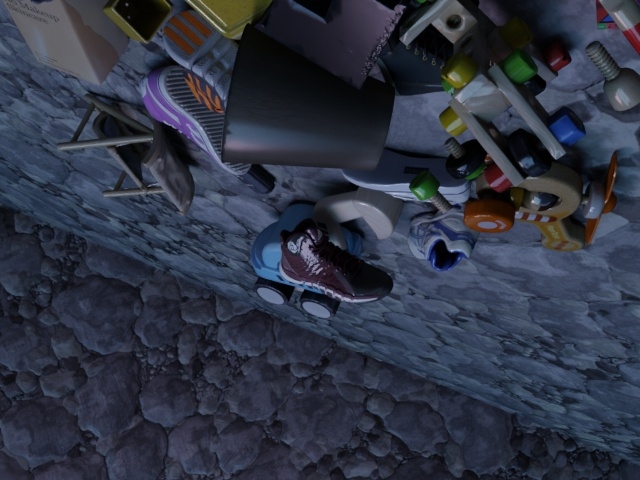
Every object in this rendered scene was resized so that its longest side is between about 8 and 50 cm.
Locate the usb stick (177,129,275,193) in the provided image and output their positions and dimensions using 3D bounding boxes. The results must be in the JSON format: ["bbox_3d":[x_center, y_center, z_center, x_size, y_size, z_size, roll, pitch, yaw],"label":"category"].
[{"bbox_3d":[-0.222,-0.199,1.427,0.077,0.045,0.278,-2,148,47],"label":"usb stick"}]

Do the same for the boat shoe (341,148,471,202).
[{"bbox_3d":[0.164,-0.114,1.166,0.258,0.095,0.084,14,153,24],"label":"boat shoe"}]

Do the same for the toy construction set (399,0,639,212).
[{"bbox_3d":[0.211,-0.218,0.680,0.237,0.257,0.309,42,154,-19],"label":"toy construction set"}]

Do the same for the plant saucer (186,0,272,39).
[{"bbox_3d":[-0.133,-0.406,0.786,0.333,0.081,0.333,38,155,-32],"label":"plant saucer"}]

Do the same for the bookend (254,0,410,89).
[{"bbox_3d":[0.018,-0.284,0.706,0.157,0.072,0.156,29,155,-4],"label":"bookend"}]

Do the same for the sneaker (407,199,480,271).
[{"bbox_3d":[0.254,0.009,1.323,0.112,0.131,0.296,23,161,-5],"label":"sneaker"}]

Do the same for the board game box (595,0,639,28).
[{"bbox_3d":[0.424,-0.278,0.593,0.281,0.027,0.145,9,154,32],"label":"board game box"}]

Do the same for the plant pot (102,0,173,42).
[{"bbox_3d":[-0.321,-0.393,1.017,0.083,0.081,0.081,17,161,44],"label":"plant pot"}]

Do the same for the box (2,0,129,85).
[{"bbox_3d":[-0.447,-0.421,1.012,0.148,0.121,0.311,22,159,6],"label":"box"}]

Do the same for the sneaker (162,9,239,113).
[{"bbox_3d":[-0.131,-0.255,1.054,0.321,0.124,0.180,47,175,6],"label":"sneaker"}]

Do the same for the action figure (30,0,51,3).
[{"bbox_3d":[-0.263,-0.444,0.614,0.248,0.276,0.370,28,119,28],"label":"action figure"}]

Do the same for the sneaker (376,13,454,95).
[{"bbox_3d":[0.133,-0.282,0.828,0.118,0.083,0.222,6,164,27],"label":"sneaker"}]

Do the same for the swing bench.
[{"bbox_3d":[-0.457,-0.209,1.495,0.254,0.165,0.253,12,157,13],"label":"swing bench"}]

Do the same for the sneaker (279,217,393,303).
[{"bbox_3d":[0.022,0.037,1.323,0.281,0.106,0.162,11,131,24],"label":"sneaker"}]

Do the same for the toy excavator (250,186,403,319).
[{"bbox_3d":[0.000,0.000,1.495,0.433,0.222,0.445,13,148,22],"label":"toy excavator"}]

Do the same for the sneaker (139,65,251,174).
[{"bbox_3d":[-0.268,-0.255,1.284,0.161,0.102,0.282,6,143,46],"label":"sneaker"}]

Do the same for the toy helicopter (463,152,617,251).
[{"bbox_3d":[0.415,-0.056,1.058,0.235,0.140,0.355,-4,158,34],"label":"toy helicopter"}]

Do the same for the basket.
[{"bbox_3d":[-0.015,-0.191,0.882,0.227,0.204,0.154,11,-165,-3],"label":"basket"}]
